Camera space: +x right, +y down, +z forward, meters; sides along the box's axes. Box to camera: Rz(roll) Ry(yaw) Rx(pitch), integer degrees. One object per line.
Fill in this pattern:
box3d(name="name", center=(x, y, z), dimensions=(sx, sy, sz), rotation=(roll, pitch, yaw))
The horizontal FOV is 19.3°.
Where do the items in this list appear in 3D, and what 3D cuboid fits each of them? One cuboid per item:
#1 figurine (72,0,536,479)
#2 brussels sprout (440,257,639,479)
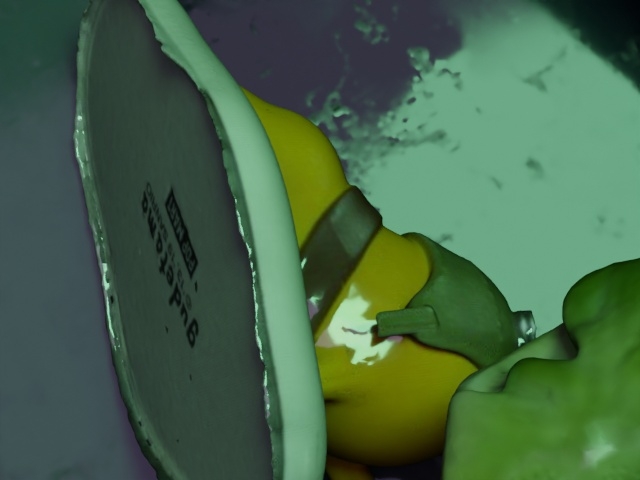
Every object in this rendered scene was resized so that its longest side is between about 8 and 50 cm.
box3d(name="figurine", center=(0.000, 0.000, 0.743), dimensions=(0.141, 0.166, 0.250), rotation=(-7, 66, -23))
box3d(name="brussels sprout", center=(0.169, 0.094, 0.668), dimensions=(0.271, 0.210, 0.219), rotation=(-4, 75, -7))
